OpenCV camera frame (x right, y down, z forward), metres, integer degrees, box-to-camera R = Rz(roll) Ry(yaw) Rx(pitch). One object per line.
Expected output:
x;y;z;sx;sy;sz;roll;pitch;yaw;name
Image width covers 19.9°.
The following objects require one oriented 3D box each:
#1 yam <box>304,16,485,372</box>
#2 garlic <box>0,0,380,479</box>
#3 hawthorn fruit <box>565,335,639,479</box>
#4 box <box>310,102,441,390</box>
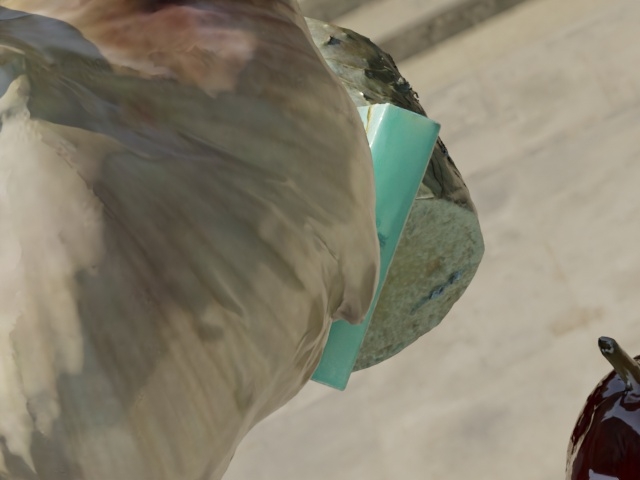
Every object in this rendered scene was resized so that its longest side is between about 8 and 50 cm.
0.019;-0.054;1.622;0.201;0.202;0.271;-18;50;-19;yam
-0.132;-0.028;0.828;0.322;0.322;0.241;-53;-10;-51;garlic
0.251;0.154;1.139;0.215;0.249;0.215;-31;9;6;hawthorn fruit
0.000;0.000;1.113;0.229;0.041;0.162;-172;103;-77;box
